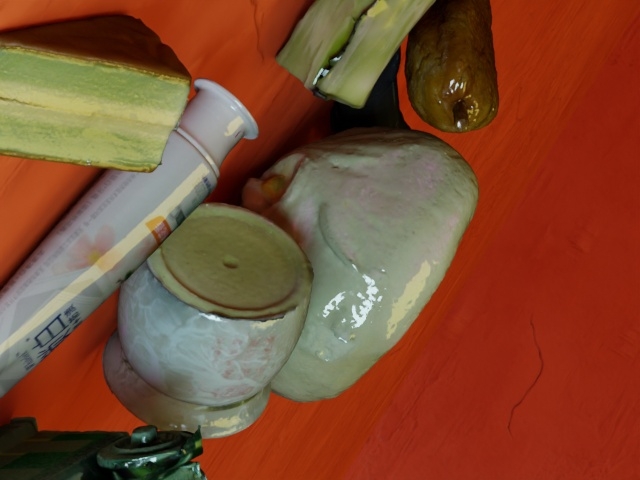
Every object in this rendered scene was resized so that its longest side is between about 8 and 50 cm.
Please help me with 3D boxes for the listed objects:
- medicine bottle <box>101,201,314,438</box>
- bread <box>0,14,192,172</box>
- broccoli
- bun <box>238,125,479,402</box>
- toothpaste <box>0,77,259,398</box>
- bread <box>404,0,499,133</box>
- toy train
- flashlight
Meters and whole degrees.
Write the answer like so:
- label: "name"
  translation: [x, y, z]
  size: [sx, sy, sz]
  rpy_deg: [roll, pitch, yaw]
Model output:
- label: "medicine bottle"
  translation: [-0.090, 0.064, 1.056]
  size: [0.147, 0.147, 0.143]
  rpy_deg: [-43, 162, -49]
- label: "bread"
  translation: [-0.158, -0.094, 0.776]
  size: [0.139, 0.084, 0.074]
  rpy_deg: [3, 121, -40]
- label: "broccoli"
  translation: [0.113, -0.259, 1.052]
  size: [0.252, 0.221, 0.361]
  rpy_deg: [-34, 163, -46]
- label: "bun"
  translation: [0.000, 0.000, 1.202]
  size: [0.283, 0.179, 0.283]
  rpy_deg: [-50, -168, 15]
- label: "toothpaste"
  translation: [-0.167, 0.022, 0.888]
  size: [0.323, 0.066, 0.100]
  rpy_deg: [-49, 170, -16]
- label: "bread"
  translation: [0.118, -0.174, 1.225]
  size: [0.344, 0.084, 0.124]
  rpy_deg: [-80, 151, -62]
- label: "toy train"
  translation: [-0.194, 0.205, 0.861]
  size: [0.301, 0.202, 0.120]
  rpy_deg: [-26, 110, -67]
- label: "flashlight"
  translation: [0.044, -0.128, 1.288]
  size: [0.093, 0.093, 0.232]
  rpy_deg: [-56, 161, -16]
